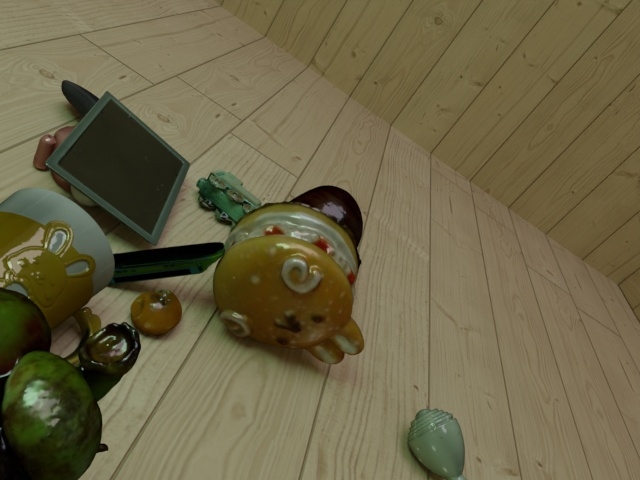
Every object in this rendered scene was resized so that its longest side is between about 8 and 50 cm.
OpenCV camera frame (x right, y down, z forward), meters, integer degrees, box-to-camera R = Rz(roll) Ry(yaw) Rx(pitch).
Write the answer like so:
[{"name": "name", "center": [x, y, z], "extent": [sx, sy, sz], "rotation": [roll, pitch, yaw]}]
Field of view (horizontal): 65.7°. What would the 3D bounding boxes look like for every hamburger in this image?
[{"name": "hamburger", "center": [-0.050, 0.095, 0.912], "extent": [0.303, 0.260, 0.186], "rotation": [51, 26, -30]}]

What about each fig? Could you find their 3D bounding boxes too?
[{"name": "fig", "center": [-0.006, -0.017, 1.114], "extent": [0.214, 0.235, 0.235], "rotation": [42, 30, 9]}]

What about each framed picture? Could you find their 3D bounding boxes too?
[{"name": "framed picture", "center": [-0.379, -0.147, 0.975], "extent": [0.232, 0.019, 0.296], "rotation": [44, 29, -28]}]

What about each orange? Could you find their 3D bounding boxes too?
[{"name": "orange", "center": [-0.269, 0.116, 0.826], "extent": [0.086, 0.062, 0.086], "rotation": [27, 34, -20]}]

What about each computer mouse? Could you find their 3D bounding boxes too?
[{"name": "computer mouse", "center": [-0.485, -0.273, 1.105], "extent": [0.232, 0.057, 0.120], "rotation": [45, -3, 15]}]

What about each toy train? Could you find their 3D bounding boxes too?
[{"name": "toy train", "center": [-0.264, 0.041, 0.848], "extent": [0.209, 0.042, 0.044], "rotation": [-6, 41, -2]}, {"name": "toy train", "center": [-0.197, -0.088, 1.168], "extent": [0.194, 0.081, 0.125], "rotation": [38, 26, 4]}]

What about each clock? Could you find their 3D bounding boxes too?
[{"name": "clock", "center": [-0.446, -0.149, 0.978], "extent": [0.162, 0.093, 0.166], "rotation": [41, 30, 1]}]

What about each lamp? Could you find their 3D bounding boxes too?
[{"name": "lamp", "center": [0.235, 0.408, 0.923], "extent": [0.106, 0.106, 0.193], "rotation": [-1, 56, -47]}]

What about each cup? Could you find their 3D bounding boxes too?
[{"name": "cup", "center": [-0.399, 0.078, 0.661], "extent": [0.241, 0.185, 0.226], "rotation": [61, 29, -21]}]

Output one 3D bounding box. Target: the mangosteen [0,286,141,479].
[{"name": "mangosteen", "center": [-0.326, 0.182, 0.410], "extent": [0.359, 0.306, 0.306], "rotation": [-33, 71, -31]}]
